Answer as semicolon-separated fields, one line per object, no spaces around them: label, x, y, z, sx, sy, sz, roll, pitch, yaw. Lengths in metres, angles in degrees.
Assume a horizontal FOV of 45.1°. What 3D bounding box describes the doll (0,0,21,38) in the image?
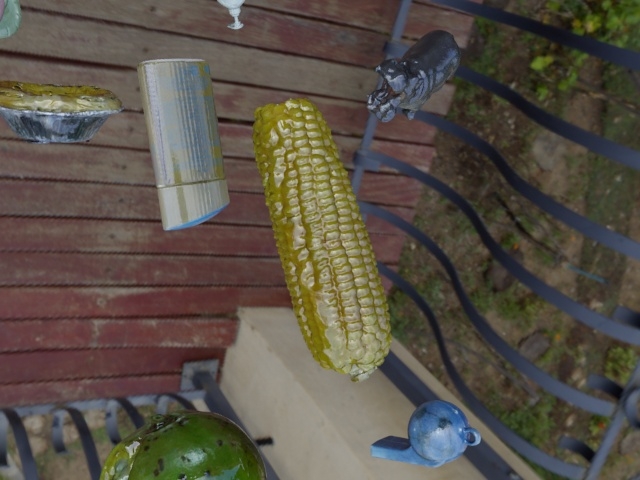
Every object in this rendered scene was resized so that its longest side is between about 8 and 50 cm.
doll;-0.729;-0.461;1.494;0.284;0.216;0.268;-64;143;-30

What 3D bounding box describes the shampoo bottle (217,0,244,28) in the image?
shampoo bottle;-0.163;-0.460;1.410;0.077;0.045;0.152;-14;125;-4

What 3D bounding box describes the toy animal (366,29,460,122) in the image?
toy animal;0.186;-0.327;1.589;0.343;0.106;0.168;-43;166;-50

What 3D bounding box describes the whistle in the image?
whistle;0.141;0.253;1.027;0.090;0.157;0.090;1;89;-52

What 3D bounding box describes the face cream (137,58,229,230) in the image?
face cream;-0.232;-0.166;1.332;0.139;0.067;0.285;-12;96;-41

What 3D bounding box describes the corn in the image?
corn;0.000;0.000;0.960;0.120;0.120;0.363;-19;92;-21

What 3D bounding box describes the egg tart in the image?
egg tart;-0.452;-0.217;1.308;0.234;0.234;0.094;-2;105;-30

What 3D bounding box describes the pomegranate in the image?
pomegranate;-0.181;0.384;1.053;0.235;0.236;0.302;-7;83;-28
